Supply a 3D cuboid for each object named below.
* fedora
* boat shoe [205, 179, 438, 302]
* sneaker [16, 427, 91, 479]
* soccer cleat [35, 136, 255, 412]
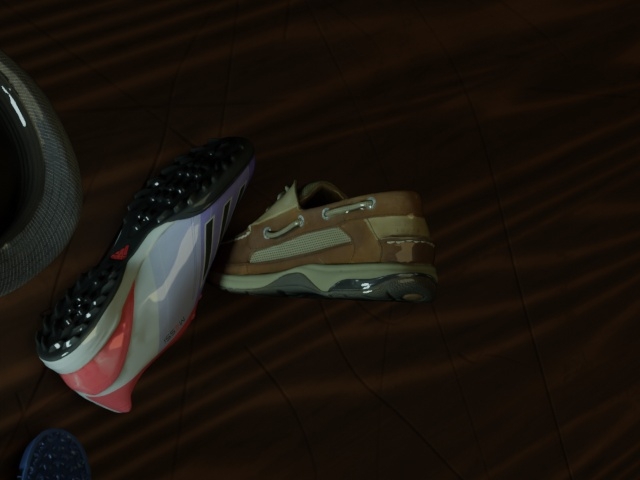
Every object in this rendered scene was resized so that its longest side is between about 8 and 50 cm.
[{"bbox_3d":[-0.361,-0.068,1.215,0.275,0.124,0.244,50,57,-15],"label":"fedora"},{"bbox_3d":[0.000,0.000,1.367,0.122,0.324,0.120,5,87,-41],"label":"boat shoe"},{"bbox_3d":[-0.274,0.301,1.298,0.081,0.090,0.232,19,55,-35],"label":"sneaker"},{"bbox_3d":[-0.158,0.029,1.388,0.318,0.108,0.116,-55,126,-23],"label":"soccer cleat"}]
